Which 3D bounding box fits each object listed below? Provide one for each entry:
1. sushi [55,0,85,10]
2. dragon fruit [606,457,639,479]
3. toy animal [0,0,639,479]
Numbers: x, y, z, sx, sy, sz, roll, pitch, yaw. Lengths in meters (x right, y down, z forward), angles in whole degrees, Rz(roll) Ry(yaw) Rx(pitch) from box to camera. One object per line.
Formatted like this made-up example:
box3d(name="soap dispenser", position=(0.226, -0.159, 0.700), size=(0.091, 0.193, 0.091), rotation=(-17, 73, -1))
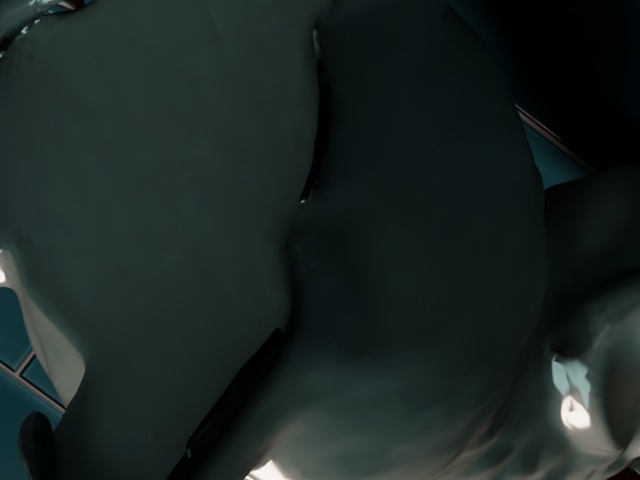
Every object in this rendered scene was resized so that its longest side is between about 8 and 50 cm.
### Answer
box3d(name="sushi", position=(-0.216, -0.147, 0.656), size=(0.343, 0.182, 0.196), rotation=(-83, -17, -79))
box3d(name="dragon fruit", position=(0.104, 0.178, 0.998), size=(0.296, 0.295, 0.301), rotation=(33, 171, 25))
box3d(name="toy animal", position=(0.029, 0.020, 0.604), size=(0.357, 0.258, 0.194), rotation=(23, -147, -54))
